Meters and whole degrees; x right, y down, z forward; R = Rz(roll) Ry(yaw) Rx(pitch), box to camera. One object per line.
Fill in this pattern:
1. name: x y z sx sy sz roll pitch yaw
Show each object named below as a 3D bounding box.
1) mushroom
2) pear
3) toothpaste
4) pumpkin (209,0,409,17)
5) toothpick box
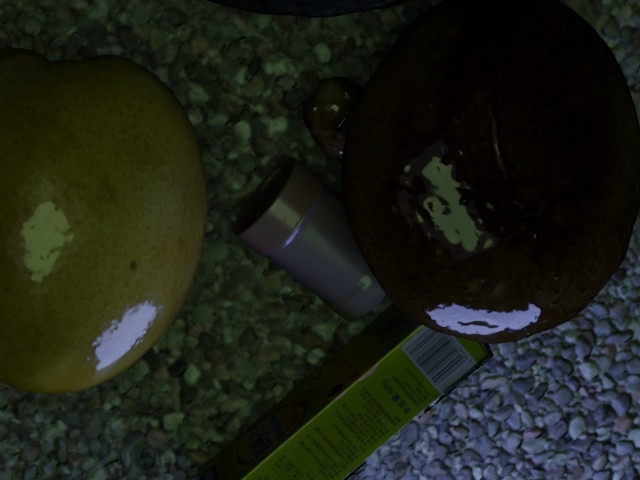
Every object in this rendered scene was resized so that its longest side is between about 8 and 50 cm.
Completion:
1. mushroom: 0.172 -0.071 1.450 0.345 0.239 0.345 -2 103 -10
2. pear: -0.251 -0.019 1.361 0.314 0.314 0.314 -2 102 -10
3. toothpaste: 0.021 0.178 1.544 0.327 0.110 0.077 -40 107 1
4. pumpkin: -0.005 -0.409 1.291 0.454 0.344 0.454 0 108 -1
5. toothpick box: 0.000 0.000 1.507 0.149 0.098 0.098 39 93 -15
